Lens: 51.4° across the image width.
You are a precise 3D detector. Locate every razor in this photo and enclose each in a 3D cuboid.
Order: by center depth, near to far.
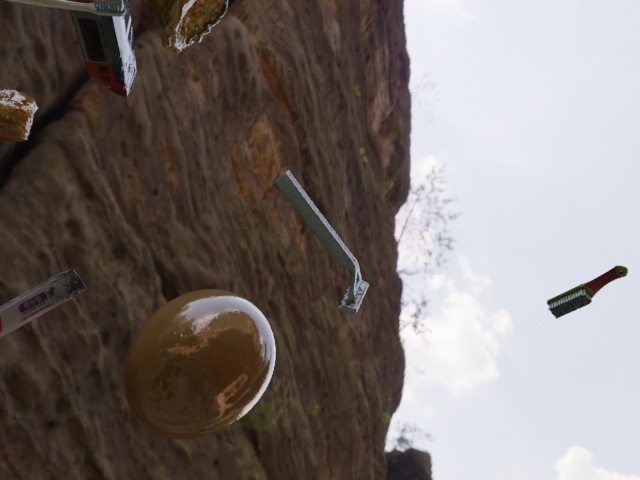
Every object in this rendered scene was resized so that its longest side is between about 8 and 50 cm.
[{"bbox_3d":[0.008,-0.005,1.212,0.056,0.111,0.278,-25,-75,25],"label":"razor"}]

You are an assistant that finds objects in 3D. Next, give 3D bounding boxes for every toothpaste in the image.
[{"bbox_3d":[-0.459,0.108,1.013,0.047,0.196,0.040,-4,-65,54],"label":"toothpaste"}]

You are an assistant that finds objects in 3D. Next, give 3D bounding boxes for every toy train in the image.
[{"bbox_3d":[-0.358,-0.394,1.047,0.089,0.086,0.409,6,-31,-4],"label":"toy train"}]

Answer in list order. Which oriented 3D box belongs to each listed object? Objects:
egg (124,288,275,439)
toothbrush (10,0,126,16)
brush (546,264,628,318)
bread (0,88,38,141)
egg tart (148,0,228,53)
[{"bbox_3d":[-0.263,0.268,1.454,0.301,0.374,0.301,15,-61,28],"label":"egg"},{"bbox_3d":[-0.341,-0.261,0.703,0.262,0.022,0.026,3,-17,-10],"label":"toothbrush"},{"bbox_3d":[0.261,0.050,0.647,0.083,0.021,0.019,-36,-74,29],"label":"brush"},{"bbox_3d":[-0.416,-0.156,0.809,0.132,0.074,0.053,5,-64,-15],"label":"bread"},{"bbox_3d":[-0.197,-0.388,1.027,0.090,0.213,0.212,33,-44,-6],"label":"egg tart"}]
